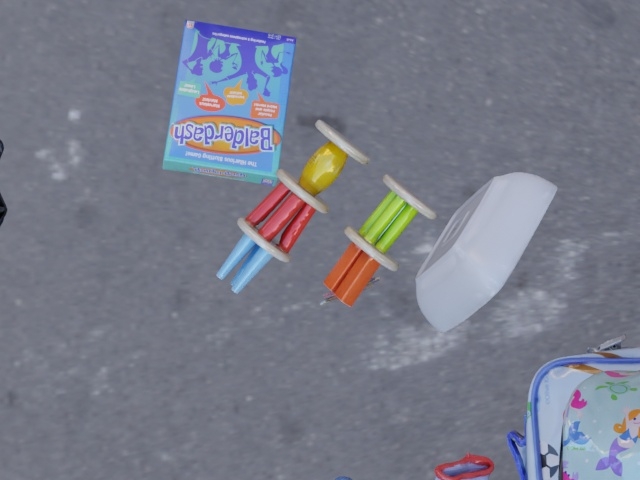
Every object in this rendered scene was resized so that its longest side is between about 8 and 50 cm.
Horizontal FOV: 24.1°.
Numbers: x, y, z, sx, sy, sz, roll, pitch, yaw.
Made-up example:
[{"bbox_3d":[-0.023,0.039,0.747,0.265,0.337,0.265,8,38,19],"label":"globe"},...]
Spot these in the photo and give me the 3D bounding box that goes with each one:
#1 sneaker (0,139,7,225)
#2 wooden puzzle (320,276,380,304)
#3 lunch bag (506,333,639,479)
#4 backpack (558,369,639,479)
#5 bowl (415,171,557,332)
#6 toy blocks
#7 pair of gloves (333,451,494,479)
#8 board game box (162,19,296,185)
[{"bbox_3d":[-0.333,-0.010,1.345,0.097,0.084,0.235,-21,56,33],"label":"sneaker"},{"bbox_3d":[0.034,0.059,1.772,0.083,0.049,0.006,-23,78,18],"label":"wooden puzzle"},{"bbox_3d":[0.294,0.234,1.338,0.243,0.115,0.304,-5,84,13],"label":"lunch bag"},{"bbox_3d":[0.276,0.218,1.123,0.191,0.225,0.254,-12,72,36],"label":"backpack"},{"bbox_3d":[0.141,0.004,1.351,0.053,0.142,0.142,36,62,-3],"label":"bowl"},{"bbox_3d":[0.000,0.000,1.170,0.123,0.054,0.148,40,97,11],"label":"toy blocks"},{"bbox_3d":[0.029,0.206,0.903,0.023,0.198,0.159,29,111,42],"label":"pair of gloves"},{"bbox_3d":[-0.126,-0.191,2.082,0.160,0.047,0.210,8,75,-5],"label":"board game box"}]
